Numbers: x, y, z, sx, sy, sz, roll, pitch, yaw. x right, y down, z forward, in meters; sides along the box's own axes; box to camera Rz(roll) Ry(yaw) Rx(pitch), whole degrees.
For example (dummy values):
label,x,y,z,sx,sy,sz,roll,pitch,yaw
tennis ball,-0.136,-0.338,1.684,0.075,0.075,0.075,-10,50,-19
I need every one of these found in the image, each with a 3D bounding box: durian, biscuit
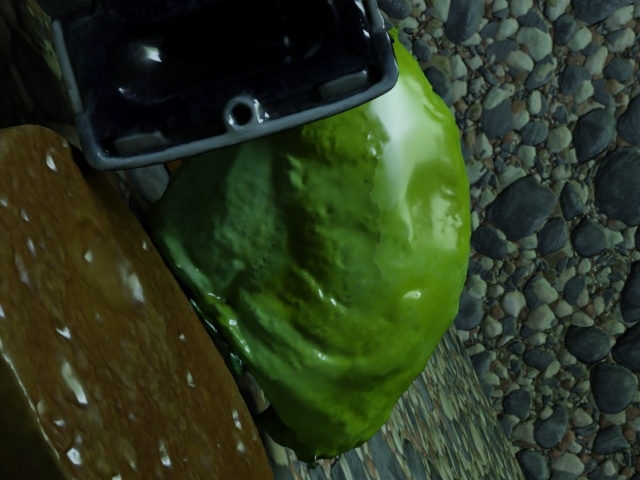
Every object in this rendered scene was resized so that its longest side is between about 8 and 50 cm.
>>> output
label,x,y,z,sx,sy,sz,roll,pitch,yaw
durian,0.000,0.000,1.017,0.256,0.339,0.204,37,12,-6
biscuit,-0.117,0.115,0.730,0.314,0.063,0.367,-88,154,-60

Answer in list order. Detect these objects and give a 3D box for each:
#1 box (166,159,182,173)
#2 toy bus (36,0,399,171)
label,x,y,z,sx,sy,sz,roll,pitch,yaw
box,-0.121,-0.179,1.220,0.221,0.091,0.273,-62,128,-75
toy bus,-0.099,-0.278,0.830,0.249,0.209,0.439,-72,146,-84
